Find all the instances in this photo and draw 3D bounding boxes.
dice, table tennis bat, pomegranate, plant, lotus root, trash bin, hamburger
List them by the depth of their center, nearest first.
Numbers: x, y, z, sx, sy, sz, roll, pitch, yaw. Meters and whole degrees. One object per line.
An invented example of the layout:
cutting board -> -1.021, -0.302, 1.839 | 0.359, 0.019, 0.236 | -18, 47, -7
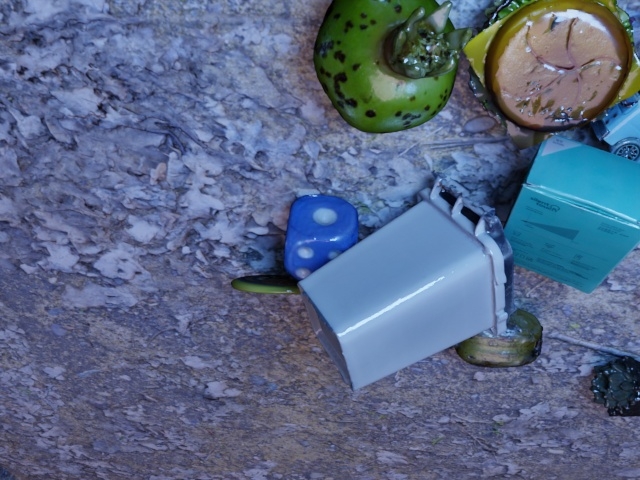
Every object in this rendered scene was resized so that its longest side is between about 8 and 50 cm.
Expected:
pomegranate -> 0.102, -0.286, 0.897 | 0.230, 0.231, 0.286 | 12, 165, -5
hamburger -> 0.346, -0.267, 0.930 | 0.243, 0.139, 0.262 | -24, 112, 24
trash bin -> 0.158, 0.082, 1.167 | 0.367, 0.256, 0.296 | -27, 134, -12
dice -> 0.000, 0.000, 1.282 | 0.146, 0.143, 0.146 | 8, 137, 0
table tennis bat -> -0.013, 0.099, 1.380 | 0.368, 0.224, 0.054 | 3, 92, -4
lotus root -> 0.383, 0.223, 1.464 | 0.278, 0.154, 0.154 | -1, 136, 4
plant -> 0.769, 0.370, 1.571 | 0.194, 0.132, 0.129 | 15, 133, -15

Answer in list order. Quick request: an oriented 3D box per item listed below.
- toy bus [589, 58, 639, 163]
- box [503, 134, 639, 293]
toy bus -> 0.587, -0.175, 1.026 | 0.271, 0.133, 0.165 | 30, 128, -19
box -> 0.438, -0.037, 1.095 | 0.205, 0.118, 0.311 | 20, 160, 14
